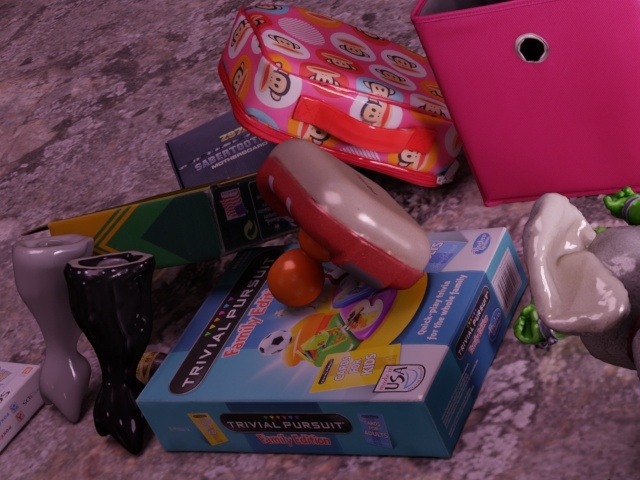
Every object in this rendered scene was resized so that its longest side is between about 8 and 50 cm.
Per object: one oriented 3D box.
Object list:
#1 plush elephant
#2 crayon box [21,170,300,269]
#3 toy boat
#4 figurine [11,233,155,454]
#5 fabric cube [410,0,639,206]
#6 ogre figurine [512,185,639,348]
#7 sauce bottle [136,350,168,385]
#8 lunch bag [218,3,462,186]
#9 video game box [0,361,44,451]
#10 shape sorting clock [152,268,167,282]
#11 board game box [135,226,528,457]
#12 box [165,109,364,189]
[{"bbox_3d":[0.305,0.059,1.042,0.330,0.272,0.255,-37,45,12],"label":"plush elephant"},{"bbox_3d":[-0.170,-0.018,1.594,0.319,0.081,0.202,-10,6,39],"label":"crayon box"},{"bbox_3d":[0.000,0.000,1.378,0.151,0.151,0.231,-54,29,8],"label":"toy boat"},{"bbox_3d":[-0.258,0.110,1.484,0.092,0.209,0.215,-12,16,-36],"label":"figurine"},{"bbox_3d":[0.287,-0.220,1.516,0.254,0.258,0.259,-5,36,31],"label":"fabric cube"},{"bbox_3d":[0.275,0.027,1.300,0.197,0.096,0.118,-28,16,-26],"label":"ogre figurine"},{"bbox_3d":[-0.185,0.143,1.519,0.128,0.042,0.042,-3,37,36],"label":"sauce bottle"},{"bbox_3d":[0.035,-0.169,1.622,0.258,0.293,0.120,-114,43,-58],"label":"lunch bag"},{"bbox_3d":[-0.441,0.216,1.598,0.205,0.048,0.187,1,36,38],"label":"video game box"},{"bbox_3d":[-0.283,0.030,1.772,0.206,0.040,0.206,-9,30,5],"label":"shape sorting clock"},{"bbox_3d":[0.013,0.103,1.395,0.336,0.079,0.253,-4,36,32],"label":"board game box"},{"bbox_3d":[-0.076,-0.113,1.797,0.233,0.059,0.183,-25,39,0],"label":"box"}]
